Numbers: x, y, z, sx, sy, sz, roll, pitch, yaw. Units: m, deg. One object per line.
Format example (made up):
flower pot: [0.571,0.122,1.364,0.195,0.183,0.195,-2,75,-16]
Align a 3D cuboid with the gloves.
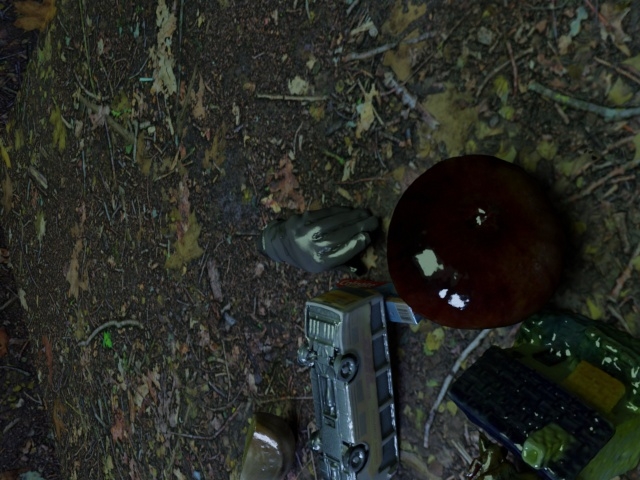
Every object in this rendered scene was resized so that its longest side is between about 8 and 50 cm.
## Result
gloves: [-0.009,0.006,1.205,0.286,0.119,0.142,-11,116,45]

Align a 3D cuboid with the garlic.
garlic: [-0.102,0.424,1.331,0.087,0.102,0.195,-101,22,-59]

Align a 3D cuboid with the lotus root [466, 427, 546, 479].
lotus root: [0.274,0.380,0.867,0.278,0.154,0.154,53,129,34]

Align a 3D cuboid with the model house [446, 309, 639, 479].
model house: [0.274,0.189,0.807,0.194,0.212,0.170,36,121,43]

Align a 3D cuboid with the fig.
fig: [0.199,0.007,0.879,0.214,0.235,0.234,-152,60,-85]

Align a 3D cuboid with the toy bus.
toy bus: [0.049,0.247,1.082,0.097,0.138,0.342,10,114,45]

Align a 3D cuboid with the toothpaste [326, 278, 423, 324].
toothpaste: [0.101,0.094,1.118,0.193,0.070,0.044,2,124,49]
